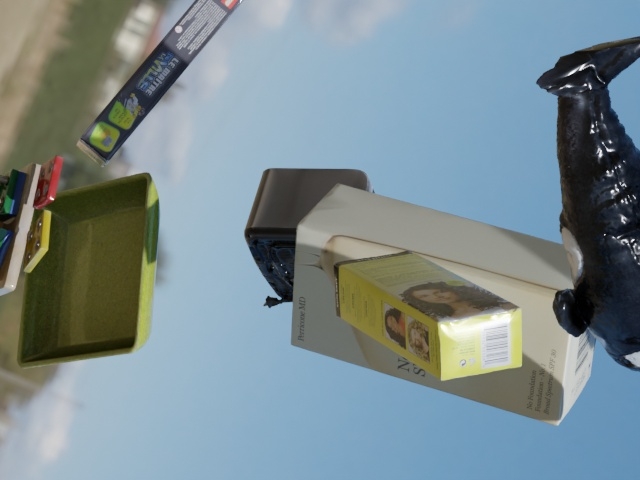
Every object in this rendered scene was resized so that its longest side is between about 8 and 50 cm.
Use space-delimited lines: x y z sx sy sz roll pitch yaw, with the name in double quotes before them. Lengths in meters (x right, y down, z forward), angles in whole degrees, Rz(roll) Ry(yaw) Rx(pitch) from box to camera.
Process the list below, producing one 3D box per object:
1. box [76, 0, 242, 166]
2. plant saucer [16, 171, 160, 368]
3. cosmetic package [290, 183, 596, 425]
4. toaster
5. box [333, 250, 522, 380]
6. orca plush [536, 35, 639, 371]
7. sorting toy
"box" -0.156 -0.163 1.938 0.207 0.036 0.114 -51 -174 -6
"plant saucer" -0.231 0.037 2.070 0.188 0.045 0.188 -10 -110 41
"cosmetic package" 0.132 0.064 2.101 0.113 0.309 0.160 -47 145 -53
"toaster" 0.000 0.000 2.487 0.168 0.185 0.110 63 34 -52
"box" 0.095 0.065 1.837 0.232 0.087 0.058 -154 -122 -63
"orca plush" 0.250 -0.012 1.482 0.151 0.102 0.287 -27 121 -38
"sorting toy" -0.334 -0.011 2.036 0.274 0.046 0.132 -16 -120 62
